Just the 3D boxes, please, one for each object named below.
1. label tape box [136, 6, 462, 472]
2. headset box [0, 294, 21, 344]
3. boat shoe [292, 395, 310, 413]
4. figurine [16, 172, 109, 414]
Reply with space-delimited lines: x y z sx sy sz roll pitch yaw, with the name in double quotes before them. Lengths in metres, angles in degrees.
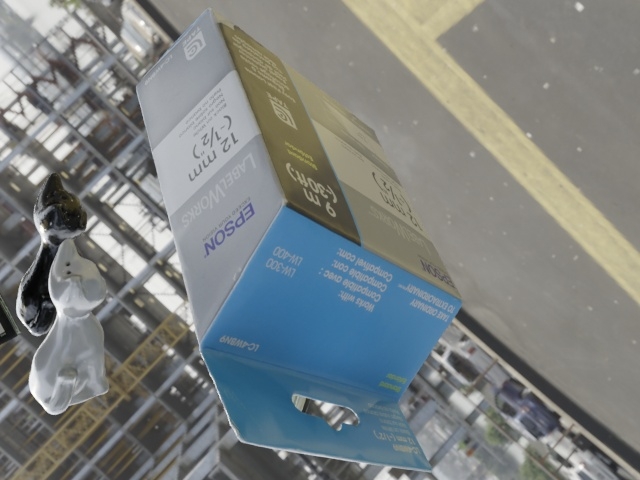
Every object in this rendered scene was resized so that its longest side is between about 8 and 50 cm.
"label tape box" 0.000 0.000 0.571 0.249 0.115 0.348 27 -150 -46
"headset box" -0.518 0.119 0.755 0.283 0.246 0.131 -14 104 47
"boat shoe" -0.034 0.143 1.055 0.127 0.340 0.113 -11 158 33
"figurine" -0.304 0.059 0.811 0.215 0.092 0.210 55 140 44
